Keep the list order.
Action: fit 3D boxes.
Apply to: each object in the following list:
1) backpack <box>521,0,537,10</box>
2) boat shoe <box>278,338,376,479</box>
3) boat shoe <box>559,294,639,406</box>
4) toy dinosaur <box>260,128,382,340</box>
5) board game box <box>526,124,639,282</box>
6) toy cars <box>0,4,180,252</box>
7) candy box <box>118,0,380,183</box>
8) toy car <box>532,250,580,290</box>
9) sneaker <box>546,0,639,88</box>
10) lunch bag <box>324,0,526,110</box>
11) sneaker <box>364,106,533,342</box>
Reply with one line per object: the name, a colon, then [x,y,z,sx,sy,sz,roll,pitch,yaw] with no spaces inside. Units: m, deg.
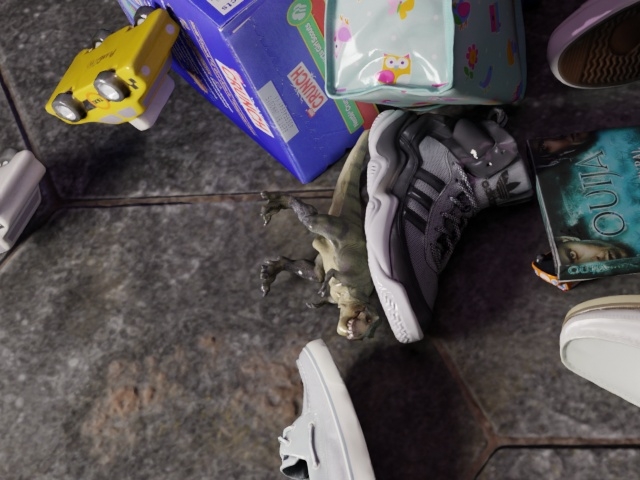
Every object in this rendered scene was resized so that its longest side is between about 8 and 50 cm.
backpack: [0.189,-0.288,1.774,0.101,0.098,0.120,2,55,14]
boat shoe: [0.001,0.191,1.498,0.081,0.079,0.228,-17,55,-1]
boat shoe: [0.336,0.133,1.417,0.302,0.113,0.103,15,55,25]
toy dinosaur: [0.000,0.000,1.650,0.118,0.064,0.268,-1,53,1]
board game box: [0.271,-0.038,1.582,0.126,0.026,0.186,-7,42,1]
toy cars: [-0.266,-0.093,1.717,0.393,0.087,0.176,-43,24,19]
candy box: [-0.106,-0.243,1.723,0.122,0.268,0.317,-40,55,-9]
toy car: [0.261,0.038,1.553,0.122,0.041,0.060,17,42,29]
sneaker: [0.336,-0.252,1.711,0.290,0.106,0.123,-27,45,-15]
lunch bag: [0.106,-0.263,1.624,0.160,0.223,0.262,-1,90,25]
sneaker: [0.127,-0.028,1.602,0.153,0.101,0.269,-9,51,14]
